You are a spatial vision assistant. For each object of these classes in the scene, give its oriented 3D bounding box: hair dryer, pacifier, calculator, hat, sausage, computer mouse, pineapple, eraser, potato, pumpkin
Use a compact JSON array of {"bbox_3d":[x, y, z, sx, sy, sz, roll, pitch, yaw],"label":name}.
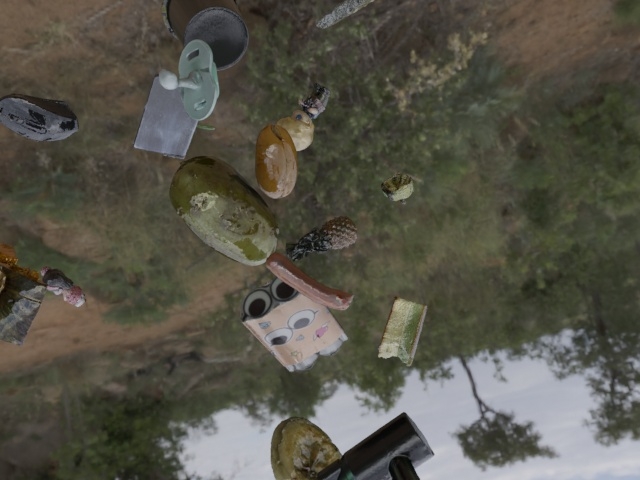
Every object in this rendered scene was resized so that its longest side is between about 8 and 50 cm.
[{"bbox_3d":[0.136,0.519,1.415,0.244,0.116,0.302,-37,-160,2],"label":"hair dryer"},{"bbox_3d":[-0.252,-0.299,1.278,0.116,0.150,0.127,-8,-175,-42],"label":"pacifier"},{"bbox_3d":[-0.425,-0.348,1.942,0.161,0.021,0.261,10,131,-27],"label":"calculator"},{"bbox_3d":[0.205,-0.131,1.777,0.076,0.059,0.077,-38,-149,-6],"label":"hat"},{"bbox_3d":[-0.023,0.078,1.262,0.177,0.047,0.040,32,152,-7],"label":"sausage"},{"bbox_3d":[-0.590,-0.250,1.428,0.172,0.057,0.099,13,135,-33],"label":"computer mouse"},{"bbox_3d":[0.000,0.000,1.453,0.159,0.074,0.074,-21,172,-26],"label":"pineapple"},{"bbox_3d":[-0.057,0.192,1.582,0.171,0.087,0.290,-29,142,2],"label":"eraser"},{"bbox_3d":[-0.225,-0.069,1.615,0.173,0.307,0.210,-46,-169,5],"label":"potato"},{"bbox_3d":[-0.607,0.084,1.264,0.280,0.139,0.190,23,180,6],"label":"pumpkin"}]

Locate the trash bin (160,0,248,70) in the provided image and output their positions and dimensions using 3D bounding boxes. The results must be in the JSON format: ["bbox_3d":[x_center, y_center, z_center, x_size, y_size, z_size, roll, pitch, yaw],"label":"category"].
[{"bbox_3d":[-0.323,-0.619,1.887,0.214,0.334,0.214,-11,129,-14],"label":"trash bin"}]

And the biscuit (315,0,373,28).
[{"bbox_3d":[0.105,-0.632,1.810,0.141,0.038,0.290,-33,-169,-25],"label":"biscuit"}]

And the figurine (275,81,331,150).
[{"bbox_3d":[-0.044,-0.344,1.903,0.196,0.114,0.108,-58,147,6],"label":"figurine"}]

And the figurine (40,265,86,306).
[{"bbox_3d":[-0.641,0.113,1.715,0.054,0.072,0.129,-38,135,7],"label":"figurine"}]

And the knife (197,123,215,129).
[{"bbox_3d":[-0.395,-0.369,2.187,0.030,0.014,0.207,-11,-160,-42],"label":"knife"}]

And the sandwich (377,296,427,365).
[{"bbox_3d":[0.243,0.272,2.043,0.108,0.186,0.220,17,174,9],"label":"sandwich"}]

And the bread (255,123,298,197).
[{"bbox_3d":[-0.106,-0.191,1.683,0.114,0.189,0.077,-13,-155,-25],"label":"bread"}]

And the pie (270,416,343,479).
[{"bbox_3d":[-0.021,0.566,1.704,0.055,0.274,0.274,-38,159,24],"label":"pie"}]
